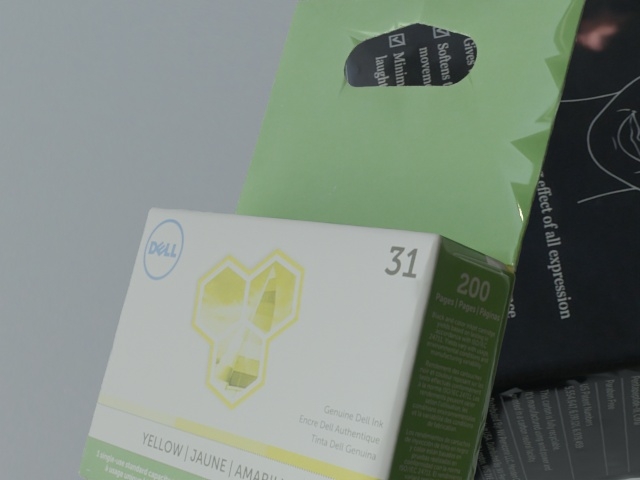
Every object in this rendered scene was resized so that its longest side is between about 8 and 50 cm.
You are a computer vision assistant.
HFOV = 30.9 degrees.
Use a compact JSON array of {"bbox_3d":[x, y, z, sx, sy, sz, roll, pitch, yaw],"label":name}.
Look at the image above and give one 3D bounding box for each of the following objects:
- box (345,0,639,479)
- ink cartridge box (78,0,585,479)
[{"bbox_3d":[0.233,-0.013,0.795,0.395,0.294,0.212,-10,-32,11],"label":"box"},{"bbox_3d":[0.000,0.000,0.459,0.056,0.171,0.235,19,-99,-43],"label":"ink cartridge box"}]
